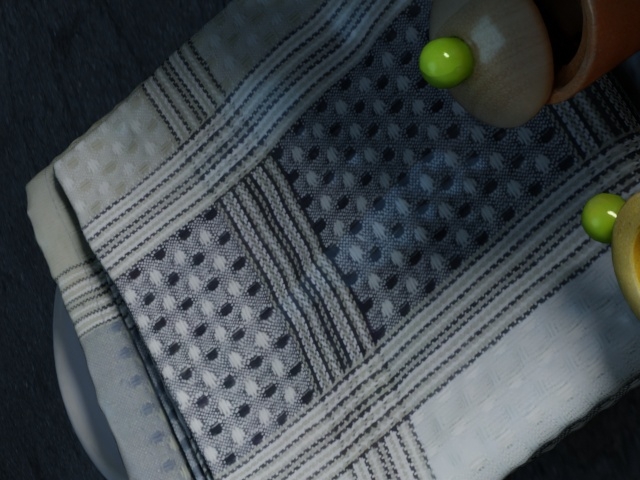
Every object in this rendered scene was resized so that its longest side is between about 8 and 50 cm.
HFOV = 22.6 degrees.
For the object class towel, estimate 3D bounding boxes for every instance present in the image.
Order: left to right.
[{"bbox_3d":[0.000,0.000,0.782,0.324,0.056,0.312,-41,62,23],"label":"towel"}]

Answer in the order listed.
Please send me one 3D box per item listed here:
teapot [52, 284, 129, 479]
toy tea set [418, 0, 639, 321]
[{"bbox_3d":[-0.023,0.046,0.950,0.252,0.187,0.256,13,94,40],"label":"teapot"},{"bbox_3d":[0.149,-0.007,0.519,0.336,0.124,0.200,26,131,47],"label":"toy tea set"}]
